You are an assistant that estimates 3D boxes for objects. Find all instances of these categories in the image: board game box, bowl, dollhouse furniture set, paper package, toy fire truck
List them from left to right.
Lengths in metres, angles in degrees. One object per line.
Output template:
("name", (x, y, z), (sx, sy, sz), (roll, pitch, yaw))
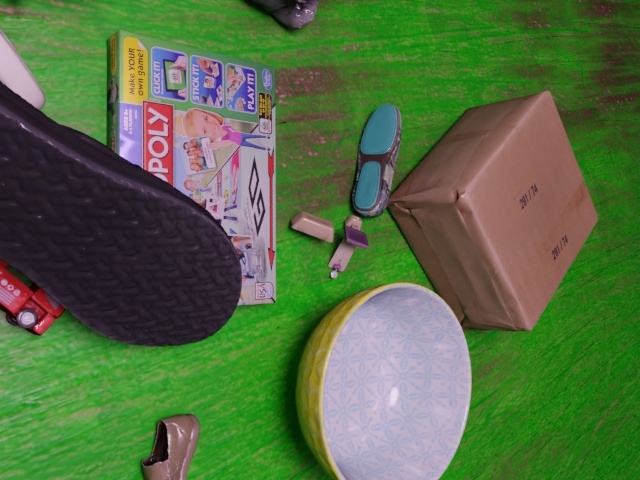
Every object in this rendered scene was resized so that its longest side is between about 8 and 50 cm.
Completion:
("toy fire truck", (-0.314, -0.011, 0.591), (0.192, 0.047, 0.135), (51, 58, -27))
("board game box", (-0.154, -0.076, 0.726), (0.213, 0.046, 0.318), (1, 88, -40))
("dollhouse furniture set", (0.000, 0.000, 0.873), (0.114, 0.091, 0.081), (20, 117, -15))
("bowl", (0.063, 0.200, 0.820), (0.289, 0.156, 0.290), (1, 88, -39))
("paper package", (0.314, -0.050, 1.030), (0.325, 0.168, 0.310), (-47, 118, -31))

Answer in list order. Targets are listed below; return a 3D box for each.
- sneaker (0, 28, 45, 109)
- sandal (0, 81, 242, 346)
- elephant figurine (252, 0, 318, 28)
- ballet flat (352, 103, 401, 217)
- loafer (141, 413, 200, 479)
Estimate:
("sneaker", (-0.408, -0.214, 0.490), (0.148, 0.131, 0.350), (-46, 124, -7))
("sandal", (-0.229, -0.039, 0.533), (0.167, 0.107, 0.446), (-36, 134, 9))
("elephant figurine", (-0.001, -0.387, 0.738), (0.169, 0.239, 0.186), (45, 62, -29))
("ballet flat", (0.092, -0.123, 0.928), (0.070, 0.070, 0.189), (26, 74, -36))
("loafer", (-0.186, 0.275, 0.682), (0.050, 0.056, 0.148), (27, 62, -35))
